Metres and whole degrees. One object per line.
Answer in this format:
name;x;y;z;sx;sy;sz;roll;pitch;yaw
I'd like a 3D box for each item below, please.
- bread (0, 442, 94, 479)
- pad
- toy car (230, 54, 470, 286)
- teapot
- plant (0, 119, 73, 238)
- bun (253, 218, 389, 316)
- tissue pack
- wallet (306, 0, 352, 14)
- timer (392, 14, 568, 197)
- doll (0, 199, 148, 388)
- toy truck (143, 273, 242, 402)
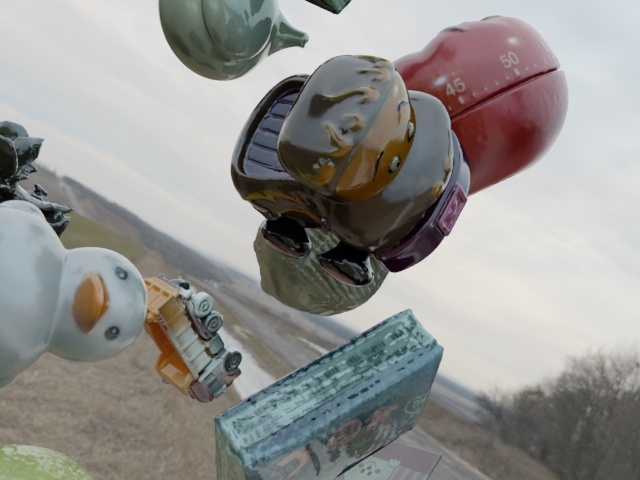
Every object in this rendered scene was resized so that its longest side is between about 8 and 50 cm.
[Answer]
bread;-0.345;0.358;0.605;0.237;0.321;0.320;-2;-6;0
pad;0.090;0.495;1.305;0.299;0.202;0.005;-3;-56;51
toy car;0.014;-0.113;0.800;0.340;0.271;0.240;20;-13;38
teapot;-0.154;-0.414;0.968;0.149;0.219;0.319;18;-48;46
plant;-0.516;-0.051;0.990;0.188;0.276;0.198;6;10;-43
bun;-0.009;0.012;1.177;0.281;0.282;0.204;29;-10;-27
tissue pack;0.012;0.249;0.847;0.103;0.315;0.228;49;-32;31
wallet;0.029;-0.465;0.964;0.160;0.236;0.055;34;-21;7
timer;0.248;-0.220;1.115;0.279;0.377;0.378;65;-7;0
doll;-0.314;0.066;0.710;0.221;0.221;0.251;30;-24;-34
toy truck;-0.243;0.179;1.116;0.114;0.135;0.271;23;-35;39
